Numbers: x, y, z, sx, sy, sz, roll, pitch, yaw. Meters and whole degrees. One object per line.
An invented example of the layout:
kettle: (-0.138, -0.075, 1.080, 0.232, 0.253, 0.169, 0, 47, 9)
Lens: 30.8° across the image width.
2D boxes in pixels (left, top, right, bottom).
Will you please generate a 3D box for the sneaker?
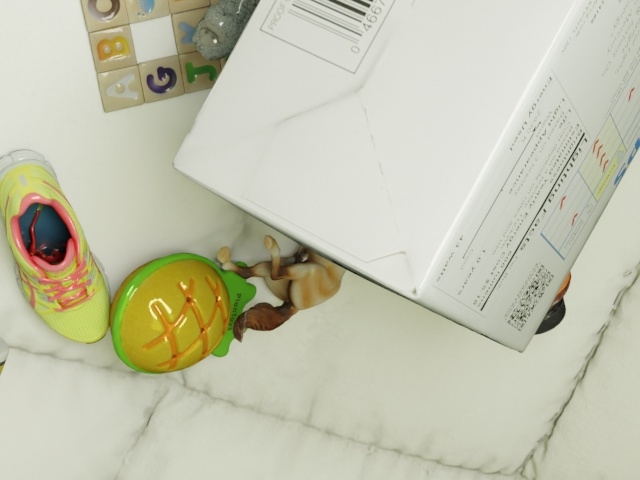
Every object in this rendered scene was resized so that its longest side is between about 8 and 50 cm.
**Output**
sneaker: (-0.250, 0.022, 1.094, 0.082, 0.094, 0.208, -27, 122, -11)

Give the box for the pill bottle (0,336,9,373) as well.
pill bottle: (-0.350, 0.145, 1.125, 0.065, 0.065, 0.116, 17, 105, -28)

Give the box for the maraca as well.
maraca: (-0.134, 0.073, 1.169, 0.186, 0.099, 0.127, 0, 111, -50)

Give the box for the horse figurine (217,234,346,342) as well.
horse figurine: (0.000, 0.000, 1.195, 0.263, 0.066, 0.174, -51, 143, -5)

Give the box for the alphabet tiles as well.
alphabet tiles: (-0.126, -0.250, 1.072, 0.198, 0.009, 0.237, -16, 119, -15)

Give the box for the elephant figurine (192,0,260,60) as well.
elephant figurine: (-0.003, -0.267, 1.033, 0.186, 0.169, 0.239, 11, 102, -11)

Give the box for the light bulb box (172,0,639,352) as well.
light bulb box: (0.122, -0.124, 0.963, 0.357, 0.225, 0.361, -61, 156, 0)

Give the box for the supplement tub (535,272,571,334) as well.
supplement tub: (0.214, 0.010, 1.277, 0.106, 0.106, 0.197, -29, 123, -8)
